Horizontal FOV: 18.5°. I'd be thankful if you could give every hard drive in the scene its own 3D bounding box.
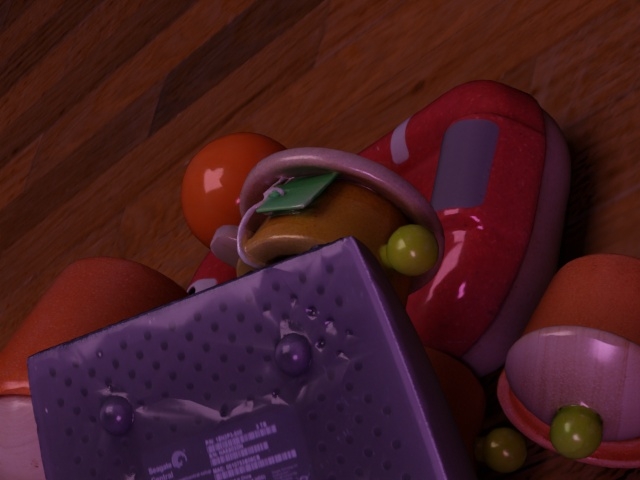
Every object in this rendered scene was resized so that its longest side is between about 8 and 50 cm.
[{"bbox_3d":[-0.006,0.141,0.717,0.172,0.054,0.254,-21,81,30],"label":"hard drive"}]

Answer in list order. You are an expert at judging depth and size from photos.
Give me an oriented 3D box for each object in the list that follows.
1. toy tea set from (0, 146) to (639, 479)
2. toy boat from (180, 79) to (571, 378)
[{"bbox_3d":[-0.007,0.077,0.813,0.336,0.200,0.124,-26,32,46],"label":"toy tea set"},{"bbox_3d":[0.000,0.000,0.935,0.231,0.151,0.151,-33,36,48],"label":"toy boat"}]
